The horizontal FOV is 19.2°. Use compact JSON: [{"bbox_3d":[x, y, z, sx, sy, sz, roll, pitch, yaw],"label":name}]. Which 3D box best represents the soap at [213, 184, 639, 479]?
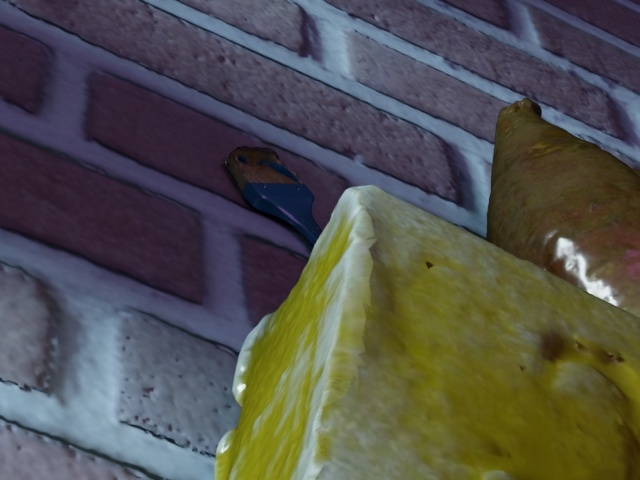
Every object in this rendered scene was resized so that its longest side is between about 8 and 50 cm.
[{"bbox_3d":[0.117,0.151,0.838,0.335,0.156,0.293,27,31,-8],"label":"soap"}]

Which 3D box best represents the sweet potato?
[{"bbox_3d":[0.159,0.004,1.163,0.131,0.131,0.337,15,30,-30],"label":"sweet potato"}]

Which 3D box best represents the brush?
[{"bbox_3d":[0.000,0.000,1.121,0.051,0.014,0.164,-4,44,-48],"label":"brush"}]
